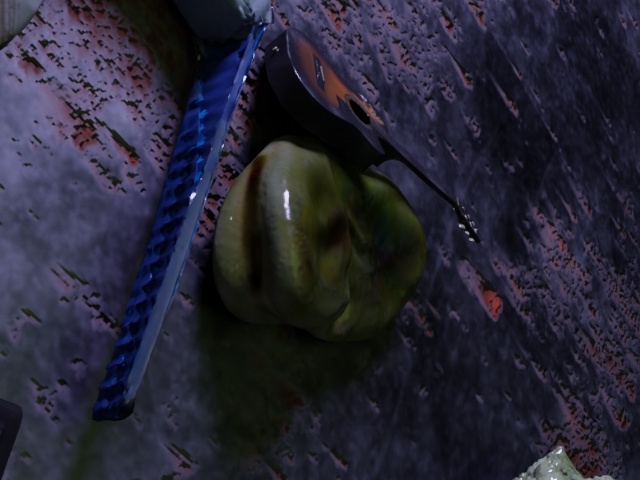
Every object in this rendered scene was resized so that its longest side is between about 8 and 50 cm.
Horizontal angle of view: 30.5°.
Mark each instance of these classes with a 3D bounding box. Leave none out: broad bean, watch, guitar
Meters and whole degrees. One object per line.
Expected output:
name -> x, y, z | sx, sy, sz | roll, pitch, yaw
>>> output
broad bean -> 0.003, 0.000, 0.820 | 0.206, 0.072, 0.153 | -14, 96, -60
watch -> -0.110, -0.084, 0.692 | 0.276, 0.068, 0.274 | 61, 41, -21
guitar -> 0.046, -0.066, 0.862 | 0.233, 0.025, 0.088 | 40, 24, -31

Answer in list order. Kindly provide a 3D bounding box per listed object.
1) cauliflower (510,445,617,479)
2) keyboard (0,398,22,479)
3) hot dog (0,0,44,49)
cauliflower -> 0.230, 0.281, 0.874 | 0.272, 0.250, 0.275 | 54, 43, -29
keyboard -> -0.210, 0.146, 0.563 | 0.103, 0.041, 0.381 | 32, 60, -42
hot dog -> -0.153, -0.130, 0.253 | 0.253, 0.069, 0.131 | 47, 65, -37
